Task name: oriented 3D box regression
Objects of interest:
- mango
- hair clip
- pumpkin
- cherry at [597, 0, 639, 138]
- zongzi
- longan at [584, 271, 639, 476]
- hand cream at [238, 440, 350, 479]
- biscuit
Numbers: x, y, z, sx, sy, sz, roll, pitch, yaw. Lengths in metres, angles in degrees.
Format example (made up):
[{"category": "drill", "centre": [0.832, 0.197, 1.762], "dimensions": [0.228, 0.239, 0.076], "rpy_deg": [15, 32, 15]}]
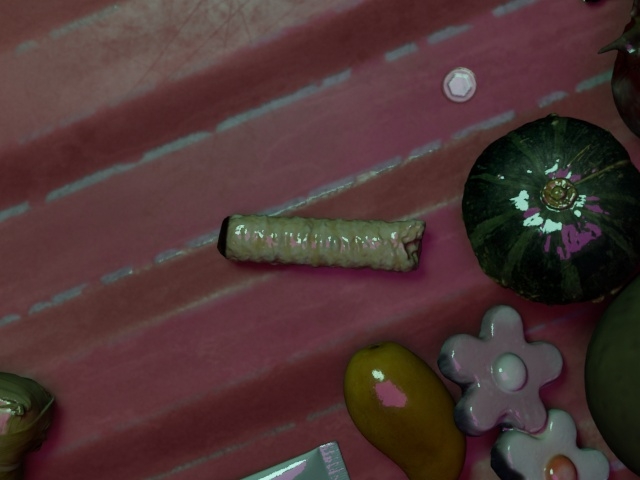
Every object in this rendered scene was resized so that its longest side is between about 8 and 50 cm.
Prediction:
[{"category": "mango", "centre": [0.095, 0.190, 1.028], "dimensions": [0.102, 0.085, 0.184], "rpy_deg": [-33, 98, 4]}, {"category": "hair clip", "centre": [0.215, 0.197, 1.026], "dimensions": [0.146, 0.075, 0.256], "rpy_deg": [-22, 95, -17]}, {"category": "pumpkin", "centre": [0.234, -0.028, 0.970], "dimensions": [0.190, 0.146, 0.190], "rpy_deg": [-9, 62, 18]}, {"category": "cherry", "centre": [0.410, -0.181, 0.927], "dimensions": [0.301, 0.203, 0.230], "rpy_deg": [10, 93, -12]}, {"category": "zongzi", "centre": [-0.404, 0.225, 1.054], "dimensions": [0.195, 0.099, 0.197], "rpy_deg": [19, 102, 1]}, {"category": "longan", "centre": [0.372, 0.136, 0.935], "dimensions": [0.246, 0.215, 0.245], "rpy_deg": [9, 103, 46]}, {"category": "hand cream", "centre": [-0.115, 0.326, 1.067], "dimensions": [0.321, 0.067, 0.109], "rpy_deg": [-20, 92, 0]}, {"category": "biscuit", "centre": [0.000, 0.000, 1.030], "dimensions": [0.219, 0.055, 0.061], "rpy_deg": [4, 114, 1]}]
